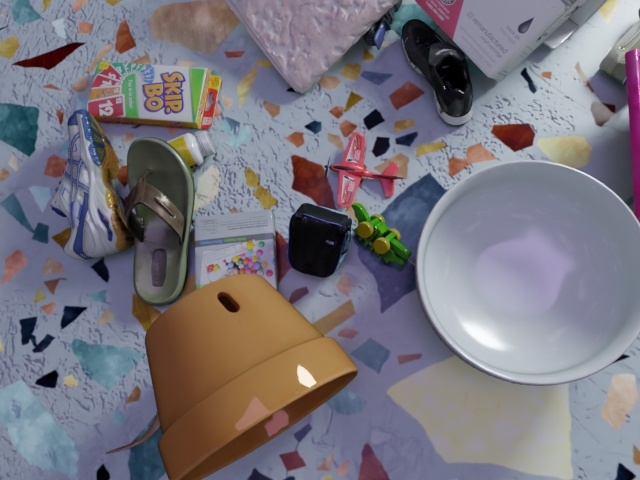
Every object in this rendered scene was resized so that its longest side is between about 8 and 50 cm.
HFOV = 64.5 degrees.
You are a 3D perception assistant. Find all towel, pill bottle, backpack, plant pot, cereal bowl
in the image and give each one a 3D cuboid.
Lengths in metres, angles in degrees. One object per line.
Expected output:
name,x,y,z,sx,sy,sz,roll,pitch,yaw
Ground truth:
towel,-0.019,-0.502,0.938,0.332,0.053,0.317,-40,89,21
pill bottle,-0.262,-0.164,0.960,0.117,0.065,0.065,-23,74,0
backpack,0.000,0.000,0.871,0.105,0.084,0.114,17,118,12
plant pot,-0.121,0.185,0.738,0.291,0.291,0.203,-34,71,-3
cereal bowl,0.313,0.054,0.798,0.340,0.141,0.338,-1,74,5

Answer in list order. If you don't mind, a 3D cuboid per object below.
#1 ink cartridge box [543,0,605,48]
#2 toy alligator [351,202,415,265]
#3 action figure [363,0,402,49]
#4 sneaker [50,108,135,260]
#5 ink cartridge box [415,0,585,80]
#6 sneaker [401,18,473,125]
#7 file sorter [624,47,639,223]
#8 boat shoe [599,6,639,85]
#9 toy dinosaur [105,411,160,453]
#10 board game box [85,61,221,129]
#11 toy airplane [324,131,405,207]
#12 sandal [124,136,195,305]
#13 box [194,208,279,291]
ink cartridge box,0.488,-0.552,0.945,0.207,0.119,0.353,42,80,13
toy alligator,0.114,0.013,0.882,0.190,0.056,0.051,45,128,9
action figure,0.091,-0.555,0.976,0.331,0.178,0.340,8,72,19
sneaker,-0.447,-0.106,0.942,0.131,0.112,0.296,-20,73,1
ink cartridge box,0.338,-0.450,0.859,0.207,0.117,0.283,50,121,8
sneaker,0.220,-0.331,0.931,0.078,0.106,0.234,-22,74,-1
file sorter,0.609,-0.159,0.759,0.202,0.182,0.290,14,73,-29
boat shoe,0.625,-0.409,0.909,0.094,0.109,0.302,37,84,16
toy dinosaur,-0.252,0.274,0.852,0.113,0.064,0.211,10,66,26
board game box,-0.336,-0.293,1.022,0.260,0.039,0.124,6,76,5
toy airplane,0.081,-0.125,0.931,0.151,0.028,0.151,-1,76,6
sandal,-0.287,-0.035,0.890,0.120,0.086,0.302,-4,87,6
box,-0.150,0.043,0.906,0.145,0.038,0.186,-6,75,5
